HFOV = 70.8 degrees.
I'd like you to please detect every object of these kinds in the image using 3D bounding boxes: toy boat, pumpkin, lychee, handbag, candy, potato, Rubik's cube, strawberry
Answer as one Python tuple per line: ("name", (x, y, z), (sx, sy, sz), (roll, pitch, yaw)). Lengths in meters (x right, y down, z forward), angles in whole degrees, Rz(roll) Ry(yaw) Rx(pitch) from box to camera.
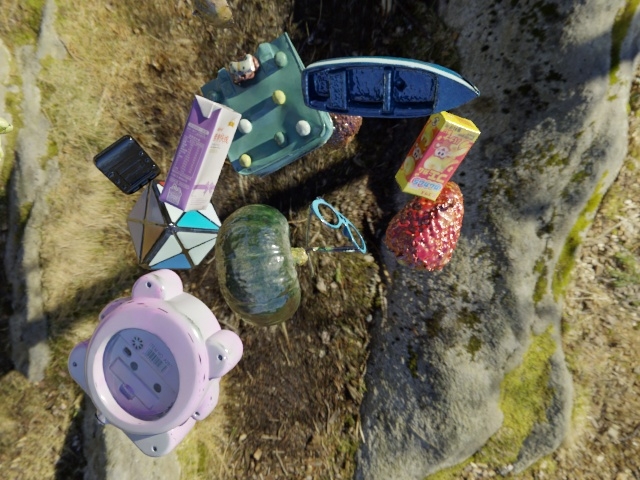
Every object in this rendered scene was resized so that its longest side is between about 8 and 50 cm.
("toy boat", (0.117, -0.266, 0.772), (0.298, 0.062, 0.096), (7, 131, 12))
("pumpkin", (-0.098, 0.041, 0.776), (0.151, 0.211, 0.212), (-2, 92, 7))
("lychee", (0.048, -0.417, 1.575), (0.187, 0.188, 0.189), (0, 92, -3))
("handbag", (-0.137, -0.314, 1.090), (0.268, 0.100, 0.275), (-23, 93, 21))
("candy", (0.375, -0.274, 1.470), (0.146, 0.088, 0.276), (13, 127, -23))
("potato", (-0.276, -0.573, 1.136), (0.089, 0.172, 0.101), (-31, 66, -5))
("Rubik's cube", (-0.551, -0.052, 1.706), (0.246, 0.249, 0.249), (-44, 62, 29))
("strawberry", (0.399, -0.055, 1.664), (0.291, 0.292, 0.344), (25, 112, -4))

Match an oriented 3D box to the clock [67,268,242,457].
("clock", (-0.250, 0.184, 0.687), (0.227, 0.090, 0.248), (43, 109, 5))

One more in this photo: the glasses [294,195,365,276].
("glasses", (0.019, 0.013, 1.265), (0.239, 0.102, 0.207), (33, 89, -37))

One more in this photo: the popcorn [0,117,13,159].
("popcorn", (-0.738, -0.208, 0.946), (0.162, 0.141, 0.136), (-43, 134, -37))

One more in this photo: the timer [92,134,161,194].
("timer", (-0.615, -0.239, 1.437), (0.144, 0.187, 0.055), (-39, 61, -9))

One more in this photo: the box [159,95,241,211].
("box", (-0.127, -0.089, 0.478), (0.036, 0.050, 0.117), (26, 104, 9))
